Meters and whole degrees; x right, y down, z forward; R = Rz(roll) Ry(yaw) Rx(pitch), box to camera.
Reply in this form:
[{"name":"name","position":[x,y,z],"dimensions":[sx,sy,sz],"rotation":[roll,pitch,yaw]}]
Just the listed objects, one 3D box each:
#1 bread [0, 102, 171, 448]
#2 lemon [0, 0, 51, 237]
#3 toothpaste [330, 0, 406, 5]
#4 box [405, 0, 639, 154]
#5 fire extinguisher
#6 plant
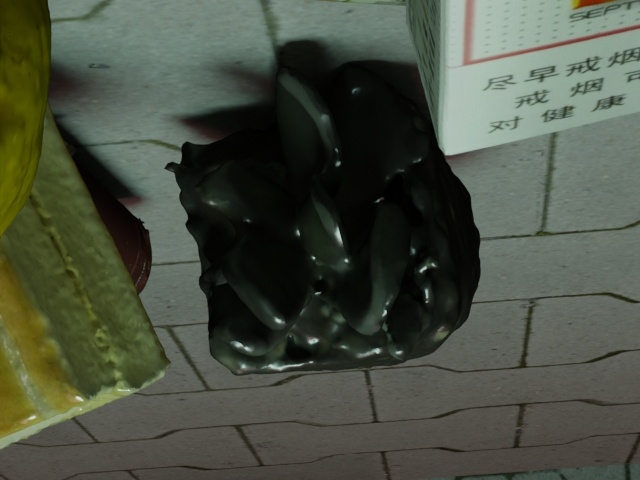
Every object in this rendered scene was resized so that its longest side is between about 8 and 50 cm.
[{"name":"bread","position":[-0.254,0.022,1.240],"dimensions":[0.239,0.246,0.111],"rotation":[-24,179,32]},{"name":"lemon","position":[-0.264,-0.076,0.881],"dimensions":[0.285,0.285,0.316],"rotation":[2,-165,-20]},{"name":"toothpaste","position":[0.058,-0.150,1.075],"dimensions":[0.314,0.056,0.058],"rotation":[1,-156,-30]},{"name":"box","position":[0.148,-0.157,0.911],"dimensions":[0.210,0.095,0.330],"rotation":[-13,163,-1]},{"name":"fire extinguisher","position":[-0.195,-0.016,1.400],"dimensions":[0.105,0.104,0.269],"rotation":[-6,163,9]},{"name":"plant","position":[0.000,0.000,1.330],"dimensions":[0.188,0.198,0.276],"rotation":[-12,170,13]}]
